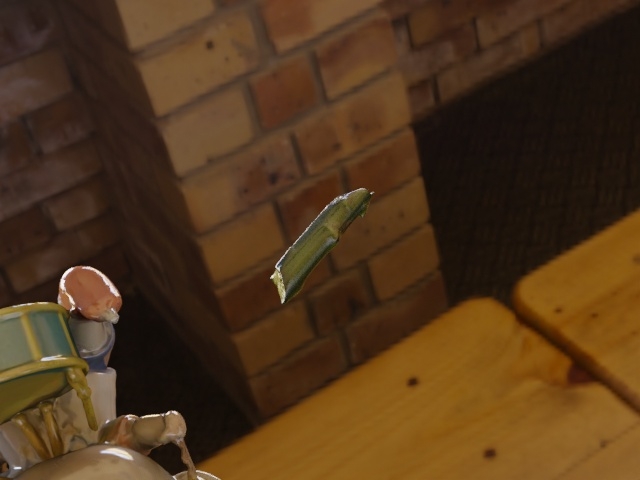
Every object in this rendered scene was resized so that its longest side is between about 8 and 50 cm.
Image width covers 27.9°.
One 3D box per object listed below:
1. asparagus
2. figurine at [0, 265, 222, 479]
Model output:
[{"bbox_3d":[0.001,0.000,0.815,0.021,0.025,0.108,34,54,11],"label":"asparagus"},{"bbox_3d":[-0.122,0.160,0.655,0.161,0.158,0.275,-30,77,6],"label":"figurine"}]
